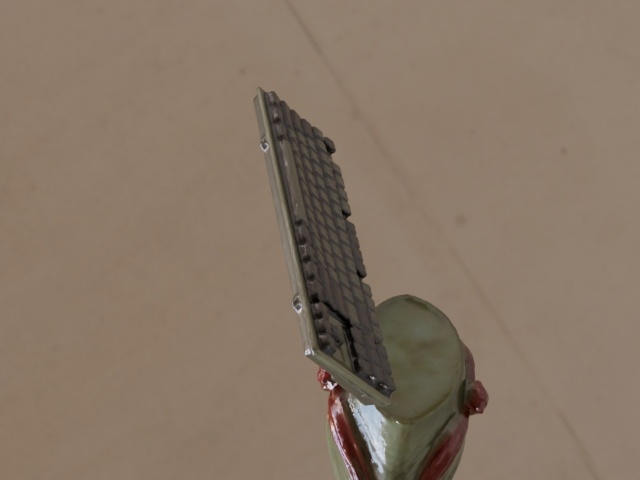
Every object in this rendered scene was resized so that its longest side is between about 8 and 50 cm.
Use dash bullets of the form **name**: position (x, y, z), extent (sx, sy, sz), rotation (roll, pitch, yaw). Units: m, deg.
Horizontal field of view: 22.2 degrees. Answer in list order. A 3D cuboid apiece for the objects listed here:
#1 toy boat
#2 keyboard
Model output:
- **toy boat**: position (0.041, 0.085, 0.844), extent (0.185, 0.089, 0.071), rotation (-82, 0, -53)
- **keyboard**: position (0.000, 0.000, 0.603), extent (0.049, 0.015, 0.129), rotation (44, -155, -45)
